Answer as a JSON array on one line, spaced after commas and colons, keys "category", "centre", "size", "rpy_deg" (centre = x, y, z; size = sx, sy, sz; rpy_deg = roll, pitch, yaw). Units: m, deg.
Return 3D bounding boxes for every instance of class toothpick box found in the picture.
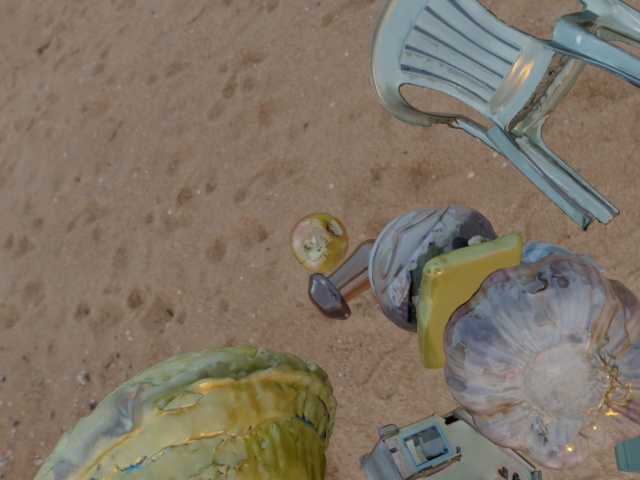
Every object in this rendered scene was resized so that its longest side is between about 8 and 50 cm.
[{"category": "toothpick box", "centre": [0.099, 0.132, 1.900], "size": [0.294, 0.192, 0.192], "rpy_deg": [-36, 50, -11]}]

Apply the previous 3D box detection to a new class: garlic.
[{"category": "garlic", "centre": [0.260, 0.128, 0.645], "size": [0.244, 0.160, 0.245], "rpy_deg": [2, 101, 12]}]

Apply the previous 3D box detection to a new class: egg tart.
[{"category": "egg tart", "centre": [-0.129, 0.291, 0.652], "size": [0.388, 0.387, 0.169], "rpy_deg": [-48, 48, 6]}]

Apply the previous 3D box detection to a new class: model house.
[{"category": "model house", "centre": [0.240, 0.424, 0.891], "size": [0.169, 0.244, 0.326], "rpy_deg": [-56, 51, 45]}]

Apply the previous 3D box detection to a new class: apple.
[{"category": "apple", "centre": [0.000, 0.000, 1.349], "size": [0.146, 0.146, 0.147], "rpy_deg": [-15, 61, 28]}]

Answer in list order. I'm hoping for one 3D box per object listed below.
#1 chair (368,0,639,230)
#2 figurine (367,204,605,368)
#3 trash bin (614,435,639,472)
[{"category": "chair", "centre": [0.209, -0.157, 0.564], "size": [0.274, 0.190, 0.204], "rpy_deg": [43, 126, 25]}, {"category": "figurine", "centre": [0.254, 0.019, 1.091], "size": [0.378, 0.360, 0.267], "rpy_deg": [-119, 36, -53]}, {"category": "trash bin", "centre": [0.754, 0.360, 1.341], "size": [0.158, 0.223, 0.344], "rpy_deg": [-9, 67, 26]}]
